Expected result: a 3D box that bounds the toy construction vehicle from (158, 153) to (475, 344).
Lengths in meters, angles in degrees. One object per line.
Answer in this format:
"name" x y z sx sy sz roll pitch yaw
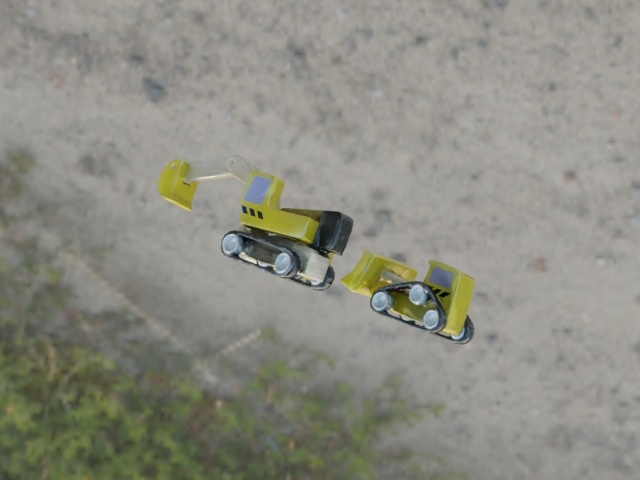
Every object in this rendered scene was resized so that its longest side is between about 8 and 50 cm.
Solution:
"toy construction vehicle" 0.000 0.000 0.541 0.098 0.035 0.086 19 178 40
